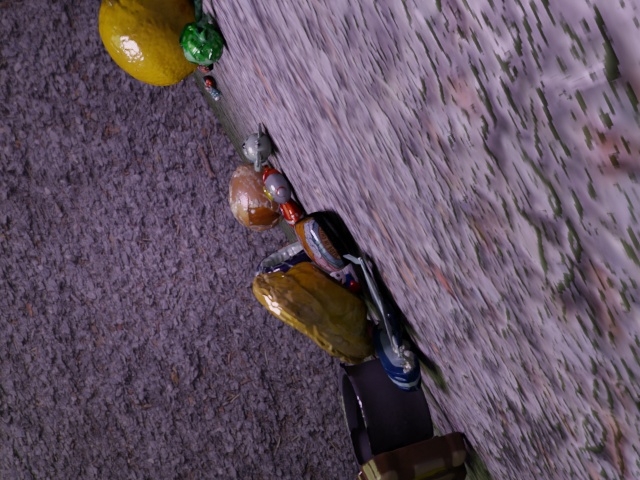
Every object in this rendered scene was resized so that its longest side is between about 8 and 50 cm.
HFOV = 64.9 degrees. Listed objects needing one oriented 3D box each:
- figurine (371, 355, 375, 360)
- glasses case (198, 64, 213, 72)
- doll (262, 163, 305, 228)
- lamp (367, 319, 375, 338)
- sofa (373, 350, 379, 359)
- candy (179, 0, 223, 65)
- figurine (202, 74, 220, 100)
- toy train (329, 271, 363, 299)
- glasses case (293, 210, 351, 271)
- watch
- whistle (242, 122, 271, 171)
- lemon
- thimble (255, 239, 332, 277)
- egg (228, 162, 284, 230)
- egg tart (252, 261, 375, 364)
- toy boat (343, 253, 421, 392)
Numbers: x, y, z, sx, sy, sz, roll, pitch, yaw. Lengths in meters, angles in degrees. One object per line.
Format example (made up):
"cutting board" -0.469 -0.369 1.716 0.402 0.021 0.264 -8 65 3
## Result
"figurine" 0.203 0.427 1.550 0.196 0.108 0.114 -97 -7 -57
"glasses case" -0.390 -0.601 1.487 0.266 0.067 0.103 57 175 26
"doll" -0.106 -0.119 1.474 0.245 0.076 0.142 58 175 -33
"lamp" 0.118 0.262 1.403 0.101 0.090 0.101 18 172 3
"sofa" 0.185 0.351 1.519 0.060 0.039 0.118 61 173 -28
"candy" -0.238 -0.448 1.005 0.097 0.097 0.323 60 167 0
"figurine" -0.410 -0.575 1.904 0.106 0.047 0.060 64 -179 -56
"toy train" 0.061 0.147 1.347 0.131 0.083 0.204 59 174 25
"glasses case" 0.000 0.000 1.111 0.122 0.082 0.321 55 175 -6
"watch" 0.163 0.426 1.185 0.335 0.314 0.326 91 163 -50
"whistle" -0.172 -0.245 1.369 0.236 0.077 0.113 -162 74 -84
"lemon" -0.414 -0.517 1.251 0.267 0.267 0.267 59 174 10
"thimble" -0.086 0.100 1.592 0.150 0.237 0.237 62 174 -13
"egg" -0.207 -0.142 1.647 0.195 0.195 0.233 -131 25 -62
"egg tart" 0.003 0.139 1.114 0.319 0.128 0.319 33 -178 -2
"toy boat" 0.122 0.163 0.948 0.291 0.070 0.210 67 176 -38
